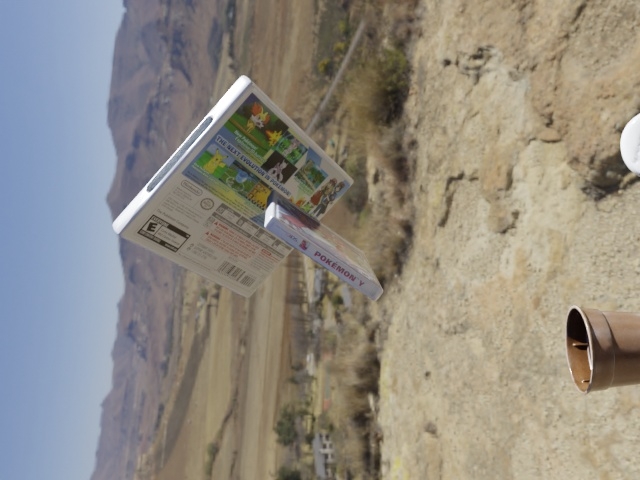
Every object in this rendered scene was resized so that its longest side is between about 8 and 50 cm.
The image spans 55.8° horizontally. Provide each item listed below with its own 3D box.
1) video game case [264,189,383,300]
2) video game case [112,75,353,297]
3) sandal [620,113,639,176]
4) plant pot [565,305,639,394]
[{"bbox_3d":[0.000,0.000,0.887,0.023,0.183,0.201,-54,12,10],"label":"video game case"},{"bbox_3d":[-0.124,-0.066,1.006,0.300,0.329,0.036,-48,52,5],"label":"video game case"},{"bbox_3d":[0.681,-0.180,0.908,0.102,0.417,0.169,1,-94,-65],"label":"sandal"},{"bbox_3d":[0.567,0.201,1.136,0.167,0.165,0.166,-4,-90,-84],"label":"plant pot"}]
